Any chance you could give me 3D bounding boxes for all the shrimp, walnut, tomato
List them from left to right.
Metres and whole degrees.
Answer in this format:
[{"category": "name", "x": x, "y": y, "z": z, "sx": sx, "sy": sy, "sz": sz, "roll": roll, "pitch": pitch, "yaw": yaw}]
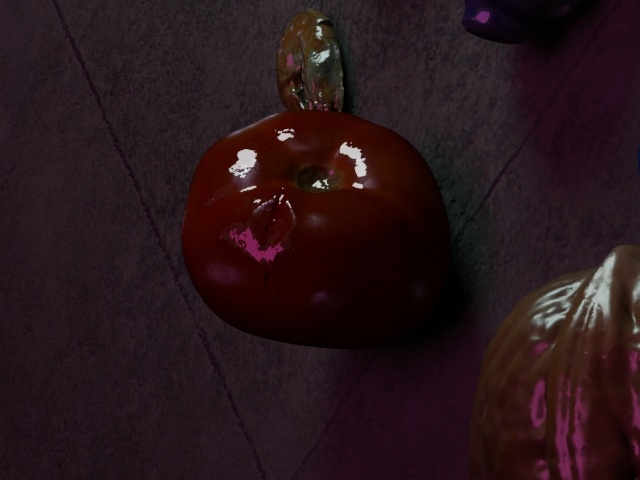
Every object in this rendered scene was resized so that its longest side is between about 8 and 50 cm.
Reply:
[{"category": "shrimp", "x": -0.011, "y": -0.189, "z": 1.986, "sx": 0.115, "sy": 0.051, "sz": 0.217, "roll": -49, "pitch": 43, "yaw": 43}, {"category": "tomato", "x": 0.000, "y": 0.000, "z": 1.730, "sx": 0.299, "sy": 0.298, "sz": 0.226, "roll": -120, "pitch": 21, "yaw": -46}, {"category": "walnut", "x": 0.264, "y": 0.164, "z": 1.236, "sx": 0.333, "sy": 0.332, "sz": 0.333, "roll": -24, "pitch": 59, "yaw": 49}]

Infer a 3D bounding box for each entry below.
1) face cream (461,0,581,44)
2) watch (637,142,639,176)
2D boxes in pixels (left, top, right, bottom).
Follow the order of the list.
[{"category": "face cream", "x": 0.240, "y": -0.402, "z": 1.667, "sx": 0.235, "sy": 0.137, "sz": 0.420, "roll": 9, "pitch": 77, "yaw": 57}, {"category": "watch", "x": 0.361, "y": -0.078, "z": 1.301, "sx": 0.171, "sy": 0.196, "sz": 0.200, "roll": 100, "pitch": 153, "yaw": -56}]
